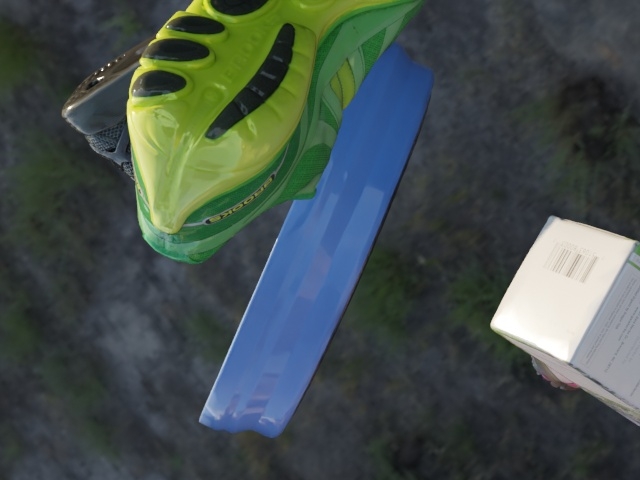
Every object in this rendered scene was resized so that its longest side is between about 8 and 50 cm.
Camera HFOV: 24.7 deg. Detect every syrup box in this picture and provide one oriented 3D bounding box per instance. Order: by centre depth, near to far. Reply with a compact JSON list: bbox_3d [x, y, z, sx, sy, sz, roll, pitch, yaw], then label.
[{"bbox_3d":[0.244,0.084,1.041,0.237,0.096,0.093,32,176,-31],"label":"syrup box"}]

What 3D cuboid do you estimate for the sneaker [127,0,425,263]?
[{"bbox_3d":[-0.027,-0.095,0.802,0.109,0.295,0.123,28,131,9],"label":"sneaker"}]

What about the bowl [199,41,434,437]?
[{"bbox_3d":[0.000,0.000,1.334,0.077,0.391,0.391,23,139,-1],"label":"bowl"}]

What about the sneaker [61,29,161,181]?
[{"bbox_3d":[-0.082,-0.114,1.162,0.227,0.087,0.130,-29,116,22],"label":"sneaker"}]

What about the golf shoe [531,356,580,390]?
[{"bbox_3d":[0.241,0.077,1.142,0.086,0.186,0.067,-30,63,47],"label":"golf shoe"}]
